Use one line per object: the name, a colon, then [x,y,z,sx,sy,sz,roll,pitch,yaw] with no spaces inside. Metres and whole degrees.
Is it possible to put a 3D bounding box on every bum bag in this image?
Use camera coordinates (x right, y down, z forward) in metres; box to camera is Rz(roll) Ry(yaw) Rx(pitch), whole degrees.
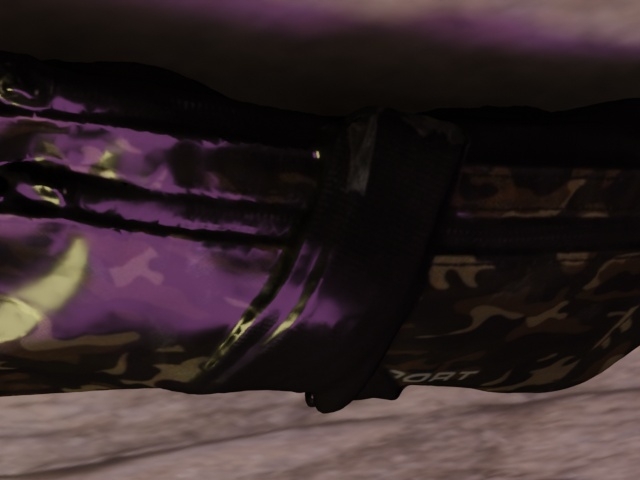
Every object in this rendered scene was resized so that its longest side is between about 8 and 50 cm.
bum bag: [0.000,0.001,0.478,0.248,0.069,0.102,3,115,-18]
